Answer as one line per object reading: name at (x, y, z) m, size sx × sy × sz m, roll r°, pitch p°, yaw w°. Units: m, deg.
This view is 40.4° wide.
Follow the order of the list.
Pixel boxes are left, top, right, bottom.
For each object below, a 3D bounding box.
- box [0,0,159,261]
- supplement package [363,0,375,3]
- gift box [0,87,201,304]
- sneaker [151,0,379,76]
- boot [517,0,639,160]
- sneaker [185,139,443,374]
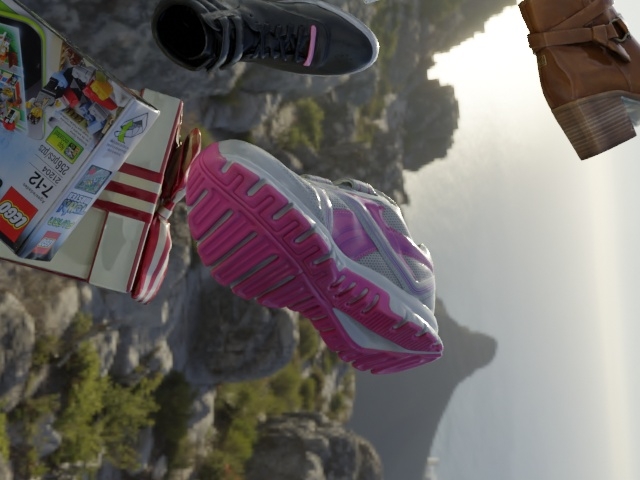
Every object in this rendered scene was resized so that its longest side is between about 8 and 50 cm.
box at (-0.208, -0.094, 0.525) m, size 0.114 × 0.207 × 0.036 m, roll -53°, pitch 166°, yaw 3°
supplement package at (0.128, -0.423, 1.212) m, size 0.105 × 0.179 × 0.105 m, roll 88°, pitch -19°, yaw -72°
gift box at (-0.289, -0.076, 1.051) m, size 0.276 × 0.258 × 0.255 m, roll -171°, pitch -83°, yaw -80°
sneaker at (-0.078, -0.249, 1.099) m, size 0.147 × 0.295 × 0.104 m, roll -70°, pitch 175°, yaw -57°
boot at (0.270, -0.173, 0.783) m, size 0.197 × 0.073 × 0.152 m, roll -26°, pitch 93°, yaw -33°
sneaker at (0.000, 0.000, 0.671) m, size 0.252 × 0.103 × 0.111 m, roll 42°, pitch 41°, yaw -33°
